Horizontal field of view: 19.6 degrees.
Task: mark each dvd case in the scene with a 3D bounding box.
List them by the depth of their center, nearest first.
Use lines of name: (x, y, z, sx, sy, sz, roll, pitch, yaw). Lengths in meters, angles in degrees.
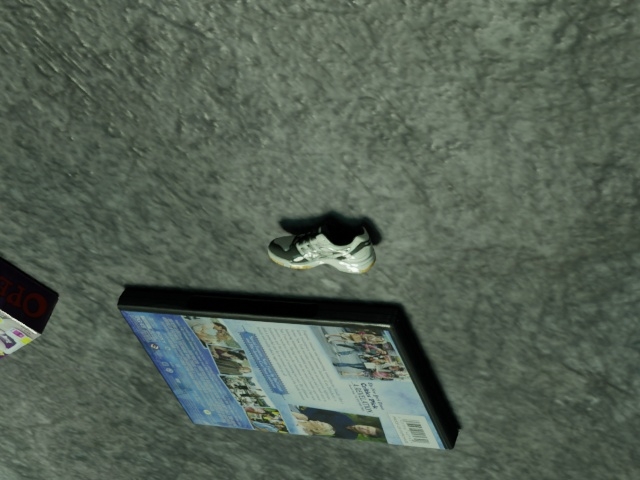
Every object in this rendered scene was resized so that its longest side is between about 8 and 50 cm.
dvd case: (-0.026, 0.107, 1.539, 0.253, 0.022, 0.180, 3, 143, 26)

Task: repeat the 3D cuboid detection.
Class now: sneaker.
sneaker: (0.000, 0.000, 1.366, 0.083, 0.032, 0.037, 3, 130, 18)

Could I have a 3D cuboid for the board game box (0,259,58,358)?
board game box: (-0.417, 0.003, 1.586, 0.347, 0.056, 0.208, 35, 149, -20)
